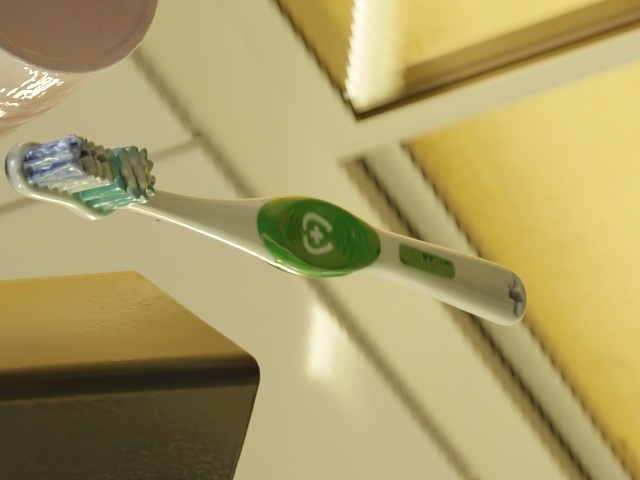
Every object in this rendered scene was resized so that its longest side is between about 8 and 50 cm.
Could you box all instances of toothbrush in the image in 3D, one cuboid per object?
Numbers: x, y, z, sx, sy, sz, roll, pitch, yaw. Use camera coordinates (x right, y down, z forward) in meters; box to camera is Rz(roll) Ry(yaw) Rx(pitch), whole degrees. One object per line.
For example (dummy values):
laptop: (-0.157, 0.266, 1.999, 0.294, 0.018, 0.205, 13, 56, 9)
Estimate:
toothbrush: (-0.002, 0.000, 0.680, 0.304, 0.030, 0.030, 17, -121, -56)

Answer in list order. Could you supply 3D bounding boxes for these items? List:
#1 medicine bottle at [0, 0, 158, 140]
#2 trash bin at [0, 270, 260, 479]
medicine bottle: (-0.195, -0.094, 0.882, 0.133, 0.249, 0.133, 18, -119, -37)
trash bin: (-0.182, 0.099, 1.218, 0.225, 0.165, 0.115, 0, -67, -41)
